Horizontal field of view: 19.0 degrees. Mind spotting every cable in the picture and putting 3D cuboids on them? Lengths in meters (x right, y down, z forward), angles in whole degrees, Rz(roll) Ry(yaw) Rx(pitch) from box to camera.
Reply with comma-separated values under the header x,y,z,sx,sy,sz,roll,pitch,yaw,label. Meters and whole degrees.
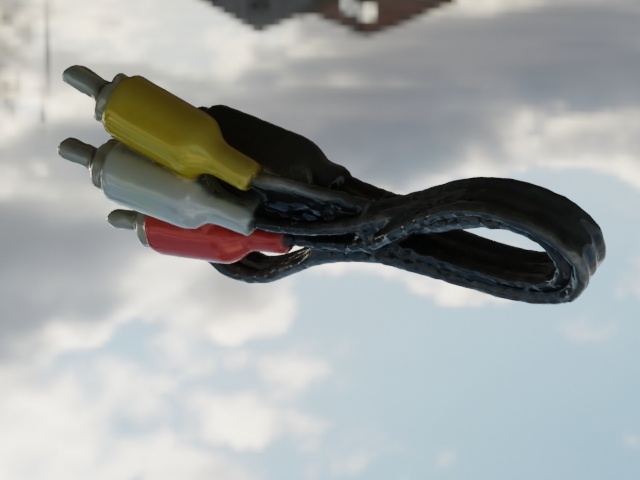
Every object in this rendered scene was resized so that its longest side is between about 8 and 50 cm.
x,y,z,sx,sy,sz,roll,pitch,yaw,label
0.000,0.000,0.910,0.287,0.139,0.072,23,-125,33,cable
